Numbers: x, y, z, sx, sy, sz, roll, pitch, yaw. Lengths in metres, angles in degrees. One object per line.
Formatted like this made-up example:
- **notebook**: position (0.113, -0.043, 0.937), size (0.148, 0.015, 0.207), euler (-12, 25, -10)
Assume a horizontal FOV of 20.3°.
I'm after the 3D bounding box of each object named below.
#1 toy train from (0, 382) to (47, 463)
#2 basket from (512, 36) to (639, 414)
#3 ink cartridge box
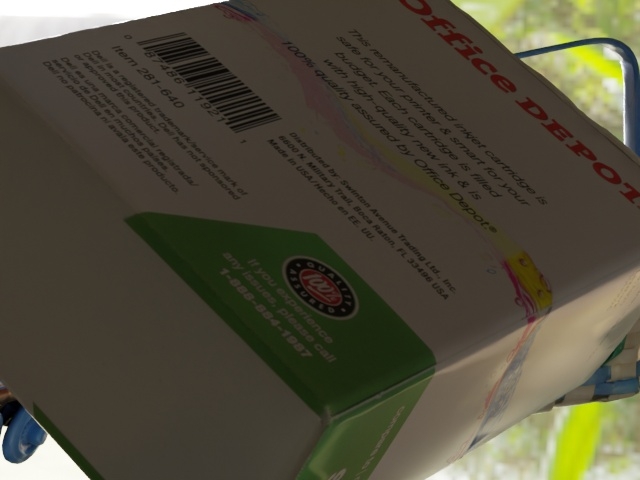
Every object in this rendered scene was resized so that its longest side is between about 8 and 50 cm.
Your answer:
- **toy train**: position (-0.201, 0.072, 0.984), size (0.184, 0.080, 0.105), euler (-8, -61, -68)
- **basket**: position (0.146, -0.007, 1.409), size (0.201, 0.255, 0.289), euler (-178, 79, -76)
- **ink cartridge box**: position (0.000, 0.000, 0.753), size (0.278, 0.201, 0.117), euler (-21, -32, -49)
